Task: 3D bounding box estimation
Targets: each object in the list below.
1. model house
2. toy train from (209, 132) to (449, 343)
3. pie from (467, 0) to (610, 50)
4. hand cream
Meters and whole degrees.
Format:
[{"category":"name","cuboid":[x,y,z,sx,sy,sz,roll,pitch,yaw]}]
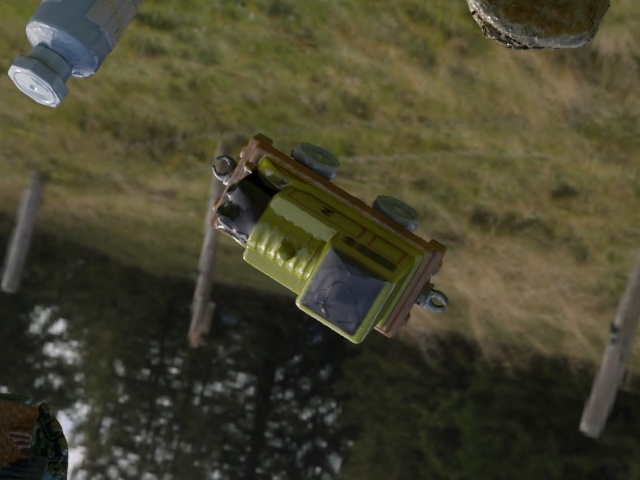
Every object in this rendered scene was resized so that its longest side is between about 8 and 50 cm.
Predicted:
[{"category":"model house","cuboid":[-0.317,0.223,1.180,0.119,0.148,0.149,9,160,-6]},{"category":"toy train","cuboid":[0.000,0.000,0.904,0.219,0.089,0.127,33,-157,7]},{"category":"pie","cuboid":[0.248,-0.295,1.352,0.193,0.163,0.079,8,174,-20]},{"category":"hand cream","cuboid":[-0.108,-0.146,0.623,0.043,0.171,0.065,30,157,-7]}]
